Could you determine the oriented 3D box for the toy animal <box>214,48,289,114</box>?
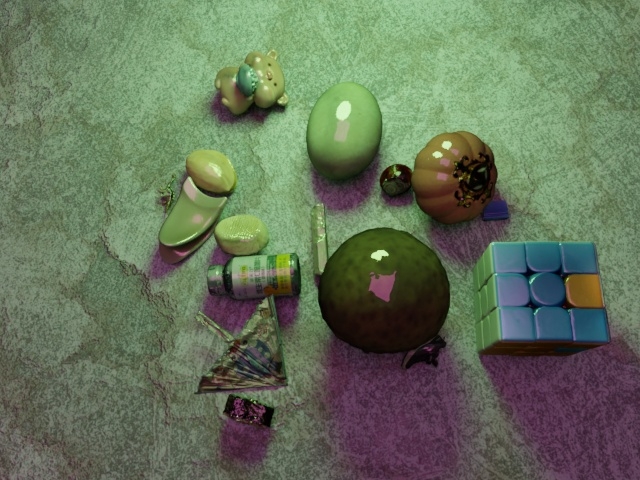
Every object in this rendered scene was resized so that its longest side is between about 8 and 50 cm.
[{"bbox_3d":[-0.256,-0.565,1.964,0.221,0.229,0.210,-12,100,41],"label":"toy animal"}]

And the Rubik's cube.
[{"bbox_3d":[0.626,0.179,1.577,0.292,0.291,0.290,-1,71,3],"label":"Rubik's cube"}]

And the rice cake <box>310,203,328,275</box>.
[{"bbox_3d":[0.000,0.000,1.808,0.052,0.057,0.256,4,70,-22],"label":"rice cake"}]

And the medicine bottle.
[{"bbox_3d":[-0.214,0.119,1.740,0.293,0.141,0.141,-5,71,3],"label":"medicine bottle"}]

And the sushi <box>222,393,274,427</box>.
[{"bbox_3d":[-0.217,0.521,1.630,0.150,0.090,0.078,13,69,10],"label":"sushi"}]

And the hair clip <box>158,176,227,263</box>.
[{"bbox_3d":[-0.457,-0.054,1.842,0.173,0.113,0.282,28,71,11],"label":"hair clip"}]

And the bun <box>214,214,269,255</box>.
[{"bbox_3d":[-0.261,-0.009,1.793,0.188,0.111,0.164,-3,37,6],"label":"bun"}]

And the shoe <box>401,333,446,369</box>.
[{"bbox_3d":[0.330,0.353,1.659,0.169,0.071,0.099,-41,76,-13],"label":"shoe"}]

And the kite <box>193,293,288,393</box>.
[{"bbox_3d":[-0.250,0.346,1.688,0.368,0.014,0.406,37,91,1],"label":"kite"}]

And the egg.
[{"bbox_3d":[0.081,-0.374,1.828,0.259,0.258,0.352,14,72,9],"label":"egg"}]

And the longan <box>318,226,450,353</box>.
[{"bbox_3d":[0.186,0.154,1.583,0.391,0.391,0.391,-1,71,4],"label":"longan"}]

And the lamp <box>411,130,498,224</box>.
[{"bbox_3d":[0.425,-0.206,1.753,0.305,0.240,0.305,-7,105,-28],"label":"lamp"}]

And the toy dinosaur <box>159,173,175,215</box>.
[{"bbox_3d":[-0.551,-0.160,1.916,0.058,0.037,0.180,-5,70,7],"label":"toy dinosaur"}]

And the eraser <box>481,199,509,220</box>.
[{"bbox_3d":[0.588,-0.100,1.816,0.085,0.027,0.063,-5,72,2],"label":"eraser"}]

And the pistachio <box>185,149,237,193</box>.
[{"bbox_3d":[-0.384,-0.246,1.888,0.200,0.117,0.145,32,88,14],"label":"pistachio"}]

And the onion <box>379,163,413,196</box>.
[{"bbox_3d":[0.261,-0.213,1.837,0.117,0.118,0.118,-3,71,15],"label":"onion"}]
